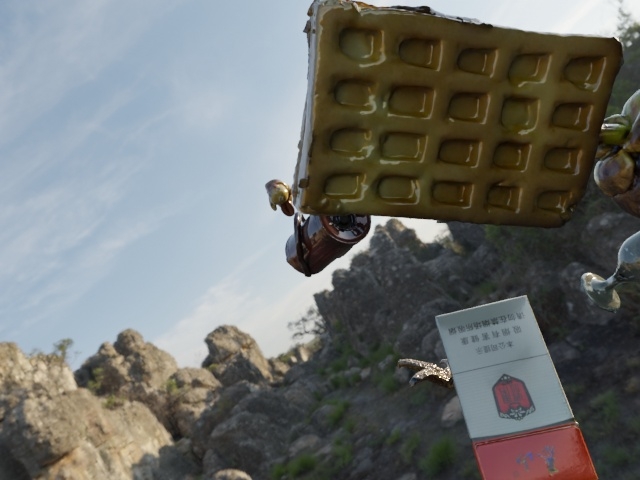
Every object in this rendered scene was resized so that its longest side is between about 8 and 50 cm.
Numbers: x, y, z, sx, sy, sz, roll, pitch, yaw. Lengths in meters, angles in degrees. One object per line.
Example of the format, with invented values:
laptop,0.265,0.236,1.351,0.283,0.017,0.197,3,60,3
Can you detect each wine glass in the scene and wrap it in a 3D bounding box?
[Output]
wine glass,0.749,0.061,1.136,0.126,0.126,0.241,-28,-22,-42

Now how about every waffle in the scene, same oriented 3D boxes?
waffle,0.137,-0.128,0.519,0.328,0.224,0.098,2,17,-10

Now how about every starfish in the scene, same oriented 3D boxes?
starfish,0.249,0.258,0.907,0.238,0.213,0.056,36,-116,-71

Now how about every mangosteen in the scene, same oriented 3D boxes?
mangosteen,0.474,-0.125,0.670,0.192,0.217,0.192,-158,90,-80

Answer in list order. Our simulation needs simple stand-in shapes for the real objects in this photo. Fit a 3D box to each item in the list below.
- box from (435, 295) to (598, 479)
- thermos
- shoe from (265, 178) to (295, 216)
box,0.257,0.207,0.658,0.139,0.245,0.035,-14,-27,7
thermos,0.001,0.003,0.861,0.124,0.098,0.232,7,-24,-20
shoe,-0.091,-0.105,1.171,0.072,0.069,0.109,-21,-26,-11
